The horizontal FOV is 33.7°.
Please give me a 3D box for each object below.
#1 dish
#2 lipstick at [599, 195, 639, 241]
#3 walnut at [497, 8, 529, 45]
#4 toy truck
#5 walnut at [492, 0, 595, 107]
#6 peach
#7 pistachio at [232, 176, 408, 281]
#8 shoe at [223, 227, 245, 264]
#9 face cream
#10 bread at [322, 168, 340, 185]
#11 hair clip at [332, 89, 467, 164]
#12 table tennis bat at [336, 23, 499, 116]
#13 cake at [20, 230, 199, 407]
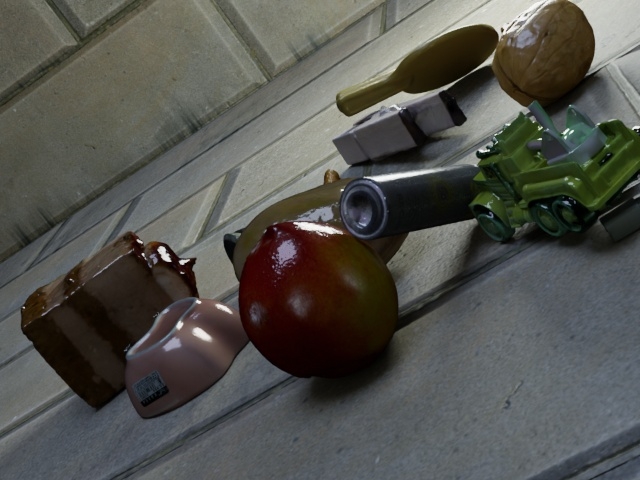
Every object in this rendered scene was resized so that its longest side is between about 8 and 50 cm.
[{"bbox_3d":[-0.209,0.155,1.557,0.213,0.090,0.213,-33,18,12],"label":"dish"},{"bbox_3d":[0.341,-0.038,1.092,0.107,0.025,0.025,-33,17,12],"label":"lipstick"},{"bbox_3d":[0.358,-0.356,1.849,0.143,0.069,0.170,-31,20,19],"label":"walnut"},{"bbox_3d":[0.250,-0.088,1.188,0.128,0.135,0.259,-42,6,-15],"label":"toy truck"},{"bbox_3d":[0.335,-0.280,1.578,0.180,0.144,0.144,-52,21,-18],"label":"walnut"},{"bbox_3d":[-0.008,0.064,1.220,0.197,0.197,0.197,-33,17,11],"label":"peach"},{"bbox_3d":[0.000,0.000,1.444,0.260,0.163,0.213,-33,50,5],"label":"pistachio"},{"bbox_3d":[-0.064,0.006,1.684,0.112,0.099,0.227,-37,19,-27],"label":"shoe"},{"bbox_3d":[0.135,-0.052,1.293,0.073,0.073,0.283,-23,-7,39],"label":"face cream"},{"bbox_3d":[0.020,-0.091,1.855,0.036,0.047,0.083,-3,25,5],"label":"bread"},{"bbox_3d":[0.124,-0.190,1.842,0.101,0.085,0.331,-40,10,-19],"label":"hair clip"},{"bbox_3d":[0.178,-0.306,1.929,0.320,0.050,0.198,-23,-15,1],"label":"table tennis bat"},{"bbox_3d":[-0.328,0.103,1.750,0.293,0.196,0.199,-38,15,0],"label":"cake"}]
